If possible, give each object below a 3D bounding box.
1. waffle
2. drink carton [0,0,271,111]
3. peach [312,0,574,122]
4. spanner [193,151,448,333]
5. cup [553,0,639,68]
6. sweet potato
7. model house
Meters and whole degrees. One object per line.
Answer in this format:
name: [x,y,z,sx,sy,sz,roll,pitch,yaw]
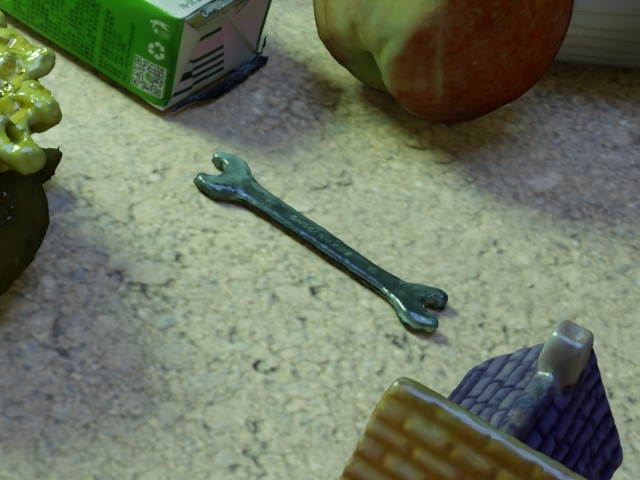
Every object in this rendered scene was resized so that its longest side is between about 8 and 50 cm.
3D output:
waffle: [-0.341,-0.080,1.440,0.307,0.060,0.312,-22,32,-8]
drink carton: [-0.183,-0.236,1.713,0.271,0.108,0.161,32,41,21]
peach: [0.117,-0.239,1.686,0.232,0.232,0.257,34,86,21]
spanner: [0.000,0.000,1.570,0.254,0.015,0.054,34,42,21]
cup: [0.335,-0.289,1.837,0.273,0.208,0.288,2,58,-12]
sweet potato: [-0.273,-0.002,1.432,0.124,0.098,0.310,12,38,28]
model house: [0.127,0.190,1.214,0.202,0.237,0.237,31,40,18]
